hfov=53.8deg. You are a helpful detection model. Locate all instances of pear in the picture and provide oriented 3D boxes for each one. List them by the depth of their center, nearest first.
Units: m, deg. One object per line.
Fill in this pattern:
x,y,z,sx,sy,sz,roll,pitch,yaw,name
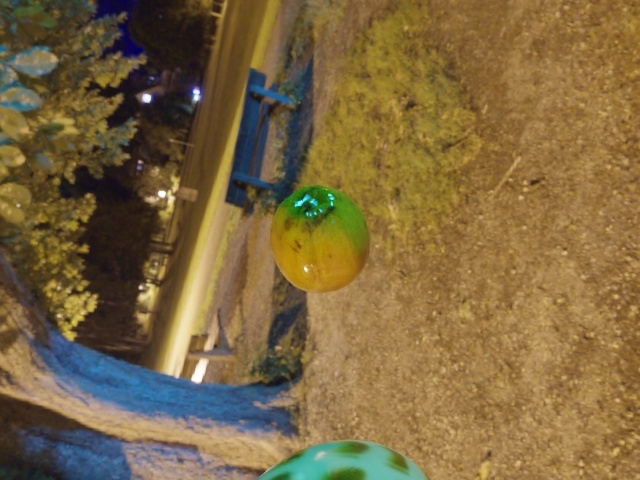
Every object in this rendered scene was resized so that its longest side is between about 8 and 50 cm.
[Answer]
0.000,0.000,0.939,0.149,0.149,0.162,-102,-4,-57,pear

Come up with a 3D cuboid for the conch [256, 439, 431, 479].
0.013,0.243,0.457,0.149,0.275,0.182,-13,101,42,conch
